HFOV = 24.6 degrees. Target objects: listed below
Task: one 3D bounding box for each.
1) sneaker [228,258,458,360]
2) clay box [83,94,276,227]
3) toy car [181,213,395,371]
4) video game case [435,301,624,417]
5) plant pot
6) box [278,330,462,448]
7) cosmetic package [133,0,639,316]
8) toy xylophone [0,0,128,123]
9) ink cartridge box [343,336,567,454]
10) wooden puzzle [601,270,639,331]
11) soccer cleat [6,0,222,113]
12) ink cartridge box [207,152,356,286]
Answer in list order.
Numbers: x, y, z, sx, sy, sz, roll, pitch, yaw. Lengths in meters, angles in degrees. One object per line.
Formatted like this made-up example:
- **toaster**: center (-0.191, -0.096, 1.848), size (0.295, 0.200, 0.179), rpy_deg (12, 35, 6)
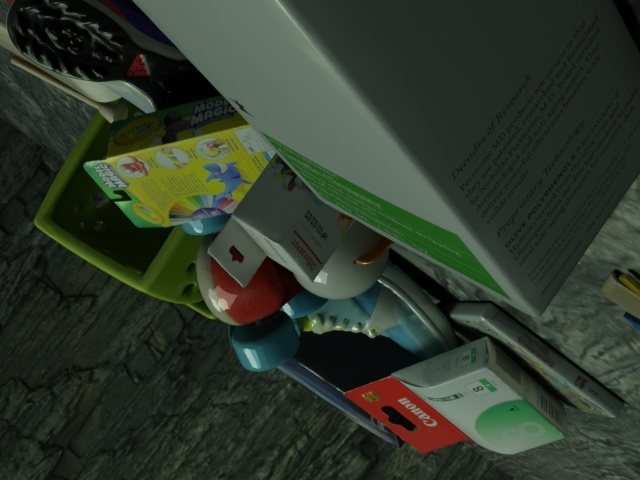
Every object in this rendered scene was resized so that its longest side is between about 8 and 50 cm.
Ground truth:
- **sneaker**: center (0.004, 0.094, 1.841), size (0.319, 0.208, 0.127), rpy_deg (41, 172, -8)
- **clay box**: center (-0.109, -0.080, 1.445), size (0.222, 0.053, 0.127), rpy_deg (-10, 144, 19)
- **toy car**: center (0.000, 0.000, 1.617), size (0.238, 0.210, 0.219), rpy_deg (-8, 116, 26)
- **video game case**: center (0.250, 0.145, 1.823), size (0.206, 0.026, 0.227), rpy_deg (37, 171, -8)
- **plant pot**: center (-0.187, -0.041, 1.894), size (0.228, 0.227, 0.207), rpy_deg (29, 176, 35)
- **box**: center (0.037, 0.137, 2.104), size (0.294, 0.183, 0.296), rpy_deg (32, 171, 12)
- **cosmetic package**: center (0.023, -0.131, 0.765), size (0.197, 0.155, 0.365), rpy_deg (30, 171, 40)
- **toy xylophone**: center (-0.329, -0.252, 1.729), size (0.323, 0.081, 0.236), rpy_deg (33, 171, 19)
- **ink cartridge box**: center (0.168, 0.217, 1.846), size (0.225, 0.056, 0.181), rpy_deg (-26, 131, 30)
- **wooden puzzle**: center (0.277, 0.055, 1.268), size (0.078, 0.014, 0.116), rpy_deg (40, 172, 3)
- **soccer cleat**: center (-0.164, -0.178, 1.498), size (0.318, 0.108, 0.116), rpy_deg (28, -154, -15)
- **ink cartridge box**: center (-0.015, -0.033, 1.353), size (0.061, 0.181, 0.104), rpy_deg (31, 171, 27)
